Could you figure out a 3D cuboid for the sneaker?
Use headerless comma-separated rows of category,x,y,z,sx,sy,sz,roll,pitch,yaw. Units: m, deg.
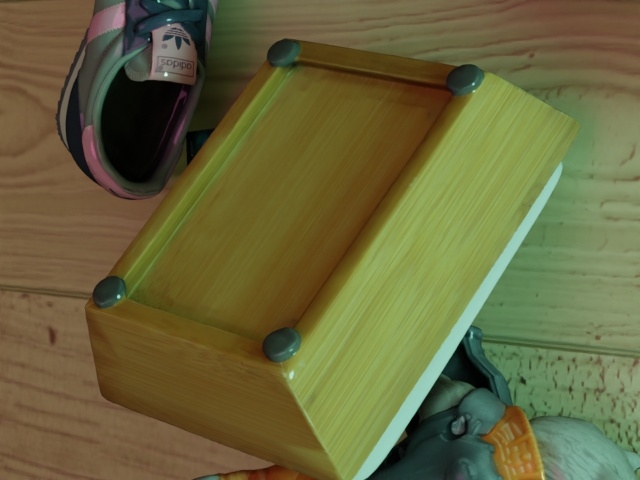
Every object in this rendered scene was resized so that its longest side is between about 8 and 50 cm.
sneaker,-0.111,-0.179,1.413,0.131,0.112,0.319,-129,47,-57

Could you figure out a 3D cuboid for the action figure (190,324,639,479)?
action figure,0.060,0.226,1.202,0.330,0.178,0.341,-29,66,14

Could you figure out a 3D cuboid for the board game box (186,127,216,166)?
board game box,-0.048,0.006,1.432,0.126,0.026,0.186,-4,88,43

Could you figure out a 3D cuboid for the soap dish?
soap dish,0.000,0.000,1.235,0.229,0.118,0.291,15,62,42
